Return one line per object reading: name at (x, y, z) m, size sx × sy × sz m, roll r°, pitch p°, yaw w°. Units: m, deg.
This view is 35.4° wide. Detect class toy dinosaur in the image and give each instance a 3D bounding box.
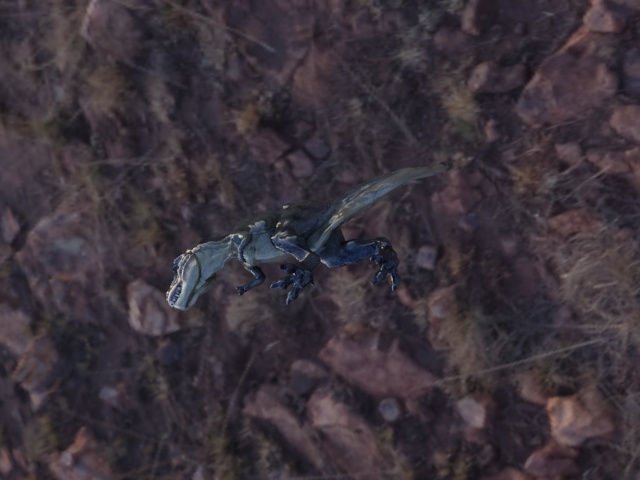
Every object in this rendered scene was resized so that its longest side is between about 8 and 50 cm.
toy dinosaur at (0.000, 0.000, 0.813) m, size 0.118 × 0.268 × 0.064 m, roll -121°, pitch 12°, yaw -55°
